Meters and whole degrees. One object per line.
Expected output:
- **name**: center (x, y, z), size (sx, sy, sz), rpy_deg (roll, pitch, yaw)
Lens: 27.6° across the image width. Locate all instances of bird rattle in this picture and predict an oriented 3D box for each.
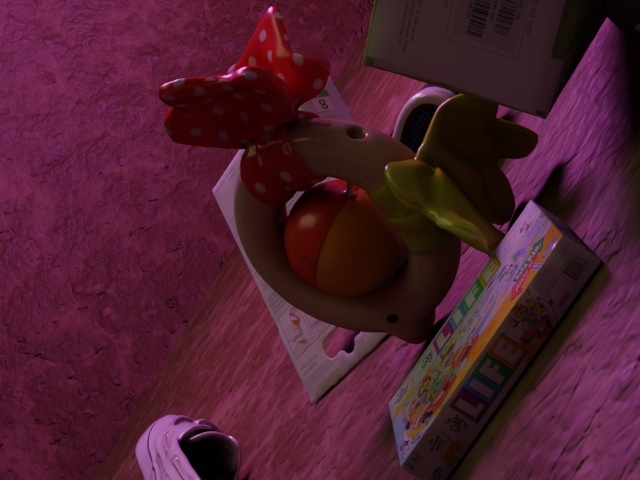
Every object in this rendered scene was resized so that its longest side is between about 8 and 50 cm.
- **bird rattle**: center (0.009, -0.023, 0.872), size (0.143, 0.253, 0.207), rpy_deg (-66, -13, -51)

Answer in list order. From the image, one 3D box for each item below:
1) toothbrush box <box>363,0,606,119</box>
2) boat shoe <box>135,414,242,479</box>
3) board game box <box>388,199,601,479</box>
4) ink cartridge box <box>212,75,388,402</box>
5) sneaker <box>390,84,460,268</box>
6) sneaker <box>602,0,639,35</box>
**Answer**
- **toothbrush box**: center (0.142, -0.231, 0.825), size (0.283, 0.122, 0.206), rpy_deg (-51, -24, -57)
- **boat shoe**: center (-0.116, 0.212, 1.220), size (0.088, 0.096, 0.267), rpy_deg (-53, 9, 7)
- **board game box**: center (0.094, 0.056, 0.741), size (0.154, 0.026, 0.103), rpy_deg (-57, 7, 10)
- **ink cartridge box**: center (0.000, 0.000, 1.113), size (0.056, 0.225, 0.181), rpy_deg (-16, -20, -35)
- **sneaker**: center (0.087, -0.058, 1.139), size (0.121, 0.079, 0.217), rpy_deg (-44, -11, -52)
- **sneaker**: center (0.232, -0.244, 0.709), size (0.283, 0.122, 0.110), rpy_deg (-54, 8, 26)
